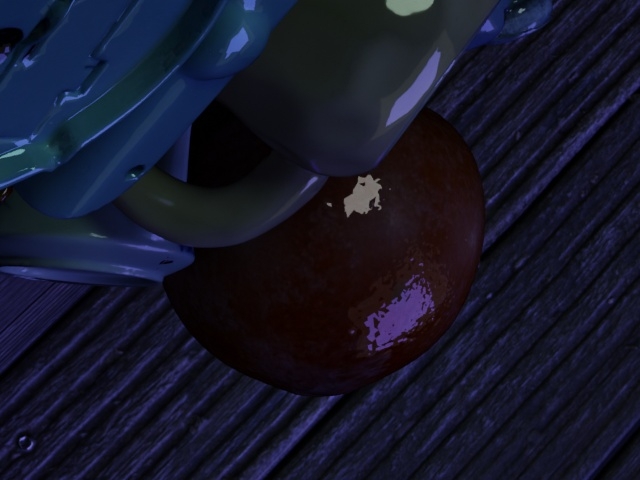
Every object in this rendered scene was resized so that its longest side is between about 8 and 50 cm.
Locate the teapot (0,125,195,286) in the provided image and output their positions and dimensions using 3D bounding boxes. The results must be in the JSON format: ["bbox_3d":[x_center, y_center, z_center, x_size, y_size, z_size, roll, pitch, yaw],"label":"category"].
[{"bbox_3d":[-0.165,-0.045,0.906,0.232,0.159,0.159,-3,-149,41],"label":"teapot"}]

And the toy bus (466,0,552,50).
[{"bbox_3d":[0.093,-0.281,1.177,0.232,0.197,0.294,-10,-155,33],"label":"toy bus"}]

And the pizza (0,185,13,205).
[{"bbox_3d":[-0.202,-0.063,0.776,0.193,0.053,0.201,-58,171,-25],"label":"pizza"}]

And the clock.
[{"bbox_3d":[-0.115,-0.096,0.424,0.223,0.094,0.274,-47,161,27],"label":"clock"}]

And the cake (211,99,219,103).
[{"bbox_3d":[-0.096,-0.197,1.008,0.284,0.172,0.158,-11,170,-8],"label":"cake"}]

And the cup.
[{"bbox_3d":[-0.038,-0.117,0.735,0.255,0.202,0.173,-53,179,-3],"label":"cup"}]

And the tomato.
[{"bbox_3d":[0.000,0.000,1.027,0.265,0.265,0.265,-44,-179,1],"label":"tomato"}]

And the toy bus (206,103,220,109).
[{"bbox_3d":[-0.128,-0.142,1.367,0.409,0.092,0.093,-45,178,10],"label":"toy bus"}]
